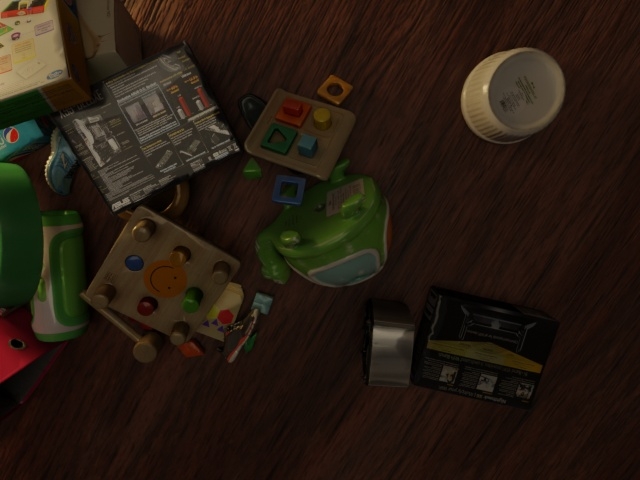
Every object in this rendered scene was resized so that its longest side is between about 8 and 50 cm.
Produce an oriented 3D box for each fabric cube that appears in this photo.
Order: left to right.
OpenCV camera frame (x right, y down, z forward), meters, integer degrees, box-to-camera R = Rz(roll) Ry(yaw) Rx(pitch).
[{"bbox_3d":[-0.827,0.292,0.962,0.258,0.254,0.259,38,99,-4],"label":"fabric cube"}]

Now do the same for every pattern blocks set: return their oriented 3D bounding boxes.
[{"bbox_3d":[-0.297,0.163,1.048,0.324,0.026,0.286,30,99,-5],"label":"pattern blocks set"}]

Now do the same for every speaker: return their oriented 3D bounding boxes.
[{"bbox_3d":[-0.627,0.081,0.984,0.131,0.131,0.297,2,100,0],"label":"speaker"}]

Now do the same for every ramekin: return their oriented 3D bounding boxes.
[{"bbox_3d":[0.431,-0.321,0.914,0.206,0.109,0.208,0,101,0],"label":"ramekin"}]

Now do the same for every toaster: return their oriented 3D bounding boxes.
[{"bbox_3d":[0.154,0.242,0.980,0.110,0.186,0.168,4,100,4],"label":"toaster"}]

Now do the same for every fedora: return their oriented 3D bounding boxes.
[{"bbox_3d":[-0.400,-0.126,0.958,0.194,0.079,0.195,-2,104,-8],"label":"fedora"}]

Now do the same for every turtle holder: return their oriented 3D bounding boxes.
[{"bbox_3d":[0.012,0.004,0.911,0.320,0.243,0.228,-39,126,-5],"label":"turtle holder"}]

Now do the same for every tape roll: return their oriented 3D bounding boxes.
[{"bbox_3d":[-0.715,-0.011,0.908,0.321,0.077,0.322,3,94,37],"label":"tape roll"}]

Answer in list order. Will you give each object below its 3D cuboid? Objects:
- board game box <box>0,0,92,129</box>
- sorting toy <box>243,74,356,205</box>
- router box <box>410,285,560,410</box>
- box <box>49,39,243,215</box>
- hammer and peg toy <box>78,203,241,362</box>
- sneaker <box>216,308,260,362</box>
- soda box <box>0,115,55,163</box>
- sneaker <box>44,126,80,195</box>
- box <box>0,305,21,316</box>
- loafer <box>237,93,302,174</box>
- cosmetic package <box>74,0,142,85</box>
[{"bbox_3d":[-0.587,-0.377,0.784,0.242,0.064,0.317,-18,74,0],"label":"board game box"},{"bbox_3d":[-0.041,-0.239,0.882,0.195,0.047,0.348,22,70,7],"label":"sorting toy"},{"bbox_3d":[0.400,0.269,1.034,0.308,0.081,0.243,14,100,-2],"label":"router box"},{"bbox_3d":[-0.353,-0.228,0.862,0.307,0.076,0.243,-28,104,-3],"label":"box"},{"bbox_3d":[-0.385,0.122,0.936,0.265,0.127,0.361,33,103,-19],"label":"hammer and peg toy"},{"bbox_3d":[-0.207,0.228,1.017,0.064,0.061,0.158,33,98,1],"label":"sneaker"},{"bbox_3d":[-0.729,-0.225,0.960,0.209,0.067,0.071,-27,99,5],"label":"soda box"},{"bbox_3d":[-0.594,-0.183,0.971,0.073,0.063,0.162,11,100,-5],"label":"sneaker"},{"bbox_3d":[-0.797,0.121,1.009,0.137,0.094,0.027,35,107,-6],"label":"box"},{"bbox_3d":[-0.105,-0.246,0.946,0.076,0.078,0.223,-40,98,7],"label":"loafer"},{"bbox_3d":[-0.555,-0.399,0.880,0.309,0.113,0.161,-11,74,3],"label":"cosmetic package"}]
